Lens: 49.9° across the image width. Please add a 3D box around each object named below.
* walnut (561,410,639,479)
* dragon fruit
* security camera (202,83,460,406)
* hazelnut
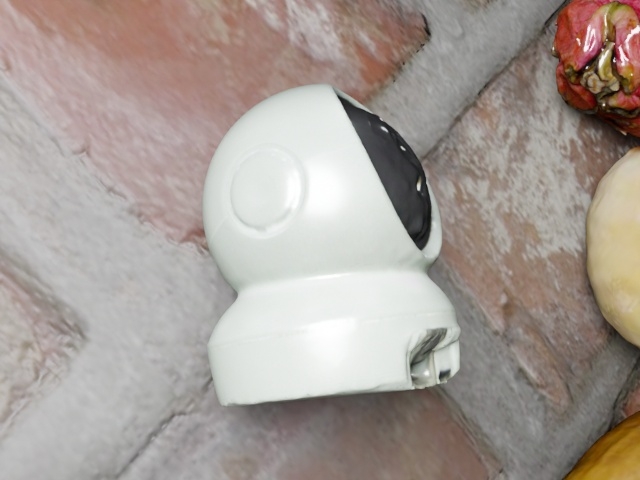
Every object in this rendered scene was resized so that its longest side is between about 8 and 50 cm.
[{"bbox_3d":[0.357,0.267,0.679,0.336,0.209,0.209,-30,97,-37],"label":"walnut"},{"bbox_3d":[0.396,-0.224,0.757,0.315,0.250,0.250,5,79,-21],"label":"dragon fruit"},{"bbox_3d":[0.000,0.000,0.530,0.194,0.194,0.236,-1,77,-29],"label":"security camera"},{"bbox_3d":[0.411,0.015,0.724,0.261,0.241,0.261,5,77,-22],"label":"hazelnut"}]
